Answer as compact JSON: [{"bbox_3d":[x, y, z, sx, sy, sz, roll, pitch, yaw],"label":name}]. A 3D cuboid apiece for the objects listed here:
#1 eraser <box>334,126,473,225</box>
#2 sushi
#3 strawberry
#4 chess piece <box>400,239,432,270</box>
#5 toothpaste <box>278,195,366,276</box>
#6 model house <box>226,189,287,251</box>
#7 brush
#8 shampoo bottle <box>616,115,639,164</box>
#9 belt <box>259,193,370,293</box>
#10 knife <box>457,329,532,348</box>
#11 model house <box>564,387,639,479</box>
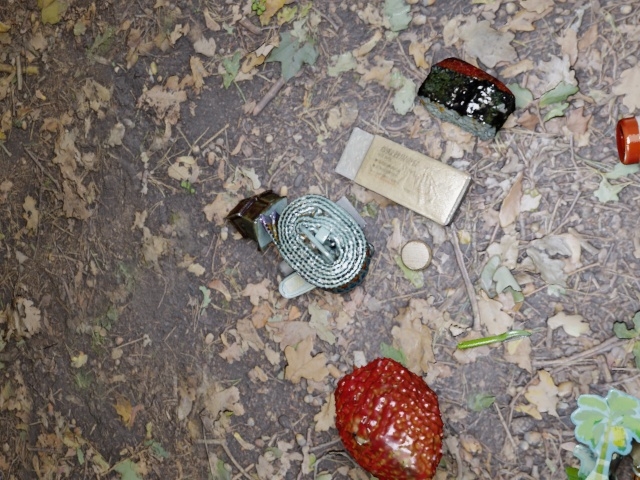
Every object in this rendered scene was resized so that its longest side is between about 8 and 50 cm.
[{"bbox_3d":[0.214,-0.170,1.274,0.343,0.078,0.144,30,101,21],"label":"eraser"},{"bbox_3d":[0.354,-0.346,1.185,0.225,0.136,0.126,41,96,22],"label":"sushi"},{"bbox_3d":[0.155,0.437,1.159,0.291,0.343,0.292,0,88,4],"label":"strawberry"},{"bbox_3d":[0.254,0.039,1.279,0.083,0.038,0.084,0,89,25],"label":"chess piece"},{"bbox_3d":[-0.006,0.004,1.380,0.282,0.068,0.099,-40,103,11],"label":"toothpaste"},{"bbox_3d":[-0.191,-0.080,1.444,0.152,0.106,0.165,26,64,32],"label":"model house"},{"bbox_3d":[0.018,0.079,1.374,0.296,0.060,0.068,-26,97,8],"label":"brush"},{"bbox_3d":[0.791,-0.233,1.015,0.278,0.104,0.105,-7,87,23],"label":"shampoo bottle"},{"bbox_3d":[0.000,0.000,1.270,0.206,0.160,0.295,-40,74,2],"label":"belt"},{"bbox_3d":[0.434,0.247,1.211,0.184,0.022,0.026,-17,109,21],"label":"knife"},{"bbox_3d":[0.709,0.424,1.000,0.357,0.242,0.313,10,86,24],"label":"model house"}]
